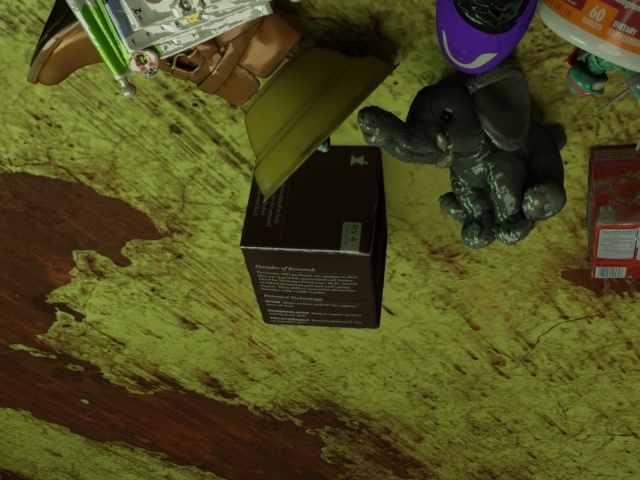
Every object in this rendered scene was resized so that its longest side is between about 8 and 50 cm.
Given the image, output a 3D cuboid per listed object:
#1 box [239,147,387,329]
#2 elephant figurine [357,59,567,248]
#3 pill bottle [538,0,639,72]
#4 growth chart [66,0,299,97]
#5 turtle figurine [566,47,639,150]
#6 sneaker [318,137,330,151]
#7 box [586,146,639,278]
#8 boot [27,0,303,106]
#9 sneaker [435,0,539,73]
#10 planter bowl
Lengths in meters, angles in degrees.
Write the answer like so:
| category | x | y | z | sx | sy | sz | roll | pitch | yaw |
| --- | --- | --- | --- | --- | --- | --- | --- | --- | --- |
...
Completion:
| category | x | y | z | sx | sy | sz | roll | pitch | yaw |
| --- | --- | --- | --- | --- | --- | --- | --- | --- | --- |
| box | 0.000 | 0.000 | 1.173 | 0.167 | 0.168 | 0.203 | 2 | 146 | 9 |
| elephant figurine | 0.166 | -0.121 | 0.962 | 0.169 | 0.186 | 0.239 | -32 | 115 | 17 |
| pill bottle | 0.281 | -0.260 | 0.706 | 0.121 | 0.121 | 0.221 | 17 | 119 | -14 |
| growth chart | -0.137 | -0.254 | 0.826 | 0.237 | 0.021 | 0.172 | -24 | 125 | 15 |
| turtle figurine | 0.320 | -0.192 | 0.847 | 0.118 | 0.175 | 0.234 | 35 | 133 | -5 |
| sneaker | -0.038 | -0.140 | 1.093 | 0.069 | 0.038 | 0.098 | -19 | 129 | 37 |
| box | 0.464 | -0.036 | 1.067 | 0.257 | 0.122 | 0.128 | -2 | 146 | 14 |
| boot | -0.177 | -0.216 | 0.955 | 0.220 | 0.109 | 0.283 | 29 | 132 | -30 |
| sneaker | 0.154 | -0.245 | 0.771 | 0.102 | 0.146 | 0.293 | 28 | 144 | 7 |
| planter bowl | -0.019 | -0.149 | 0.964 | 0.090 | 0.217 | 0.217 | 44 | 139 | -4 |
